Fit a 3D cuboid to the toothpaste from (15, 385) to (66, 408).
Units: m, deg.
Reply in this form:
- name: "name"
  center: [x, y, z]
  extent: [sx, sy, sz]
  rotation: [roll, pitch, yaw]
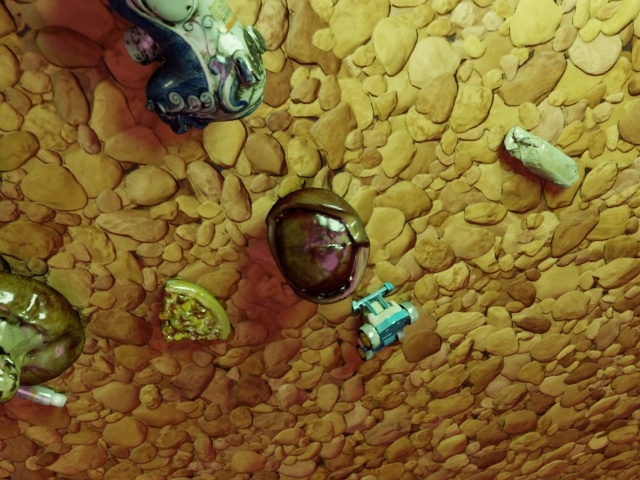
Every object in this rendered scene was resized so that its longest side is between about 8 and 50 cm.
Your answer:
- name: "toothpaste"
  center: [-0.596, 0.288, 1.102]
  extent: [0.190, 0.031, 0.048]
  rotation: [25, 118, -22]

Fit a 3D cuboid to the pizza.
- name: "pizza"
  center: [-0.249, 0.153, 1.076]
  extent: [0.134, 0.046, 0.175]
  rotation: [-42, 121, 15]

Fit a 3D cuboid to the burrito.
- name: "burrito"
  center: [0.404, -0.146, 1.022]
  extent: [0.188, 0.045, 0.058]
  rotation: [24, 122, -26]

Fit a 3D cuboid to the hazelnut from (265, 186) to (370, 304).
- name: "hazelnut"
  center: [-0.007, 0.003, 0.963]
  extent: [0.170, 0.160, 0.201]
  rotation: [-30, 129, 10]

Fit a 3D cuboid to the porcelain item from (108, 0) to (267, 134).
- name: "porcelain item"
  center: [-0.194, -0.284, 0.768]
  extent: [0.186, 0.138, 0.288]
  rotation: [-17, 131, 20]

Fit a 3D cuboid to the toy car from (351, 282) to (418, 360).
- name: "toy car"
  center: [0.116, 0.169, 1.154]
  extent: [0.126, 0.098, 0.161]
  rotation: [-27, 158, -21]

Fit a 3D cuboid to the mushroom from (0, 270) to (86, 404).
- name: "mushroom"
  center: [-0.560, 0.167, 0.940]
  extent: [0.268, 0.254, 0.267]
  rotation: [6, 114, 14]
